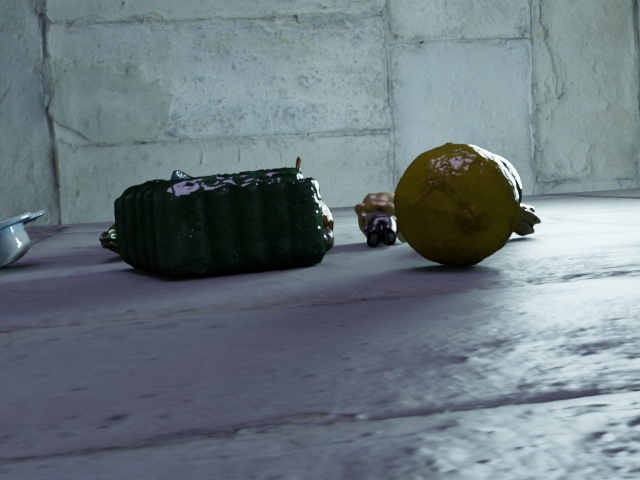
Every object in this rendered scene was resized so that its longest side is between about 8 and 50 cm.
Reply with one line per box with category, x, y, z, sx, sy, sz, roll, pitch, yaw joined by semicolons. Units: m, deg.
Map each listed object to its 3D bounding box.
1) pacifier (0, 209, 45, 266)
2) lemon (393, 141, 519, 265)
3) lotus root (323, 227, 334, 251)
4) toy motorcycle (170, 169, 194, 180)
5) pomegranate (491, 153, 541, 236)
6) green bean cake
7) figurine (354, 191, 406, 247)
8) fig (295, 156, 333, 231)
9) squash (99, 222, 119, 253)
pacifier;-0.672;-0.046;1.760;0.238;0.226;0.287;-22;3;0
lemon;0.210;-0.056;1.407;0.192;0.192;0.231;-3;11;0
lotus root;0.000;0.000;1.739;0.054;0.049;0.099;5;4;-1
toy motorcycle;-0.274;-0.063;1.984;0.169;0.113;0.315;28;23;-9
pomegranate;0.336;-0.068;1.825;0.179;0.210;0.179;-40;1;1
green bean cake;-0.180;-0.035;1.580;0.300;0.169;0.308;-6;4;-29
figurine;0.133;-0.032;1.882;0.114;0.108;0.196;-13;21;7
fig;-0.041;-0.082;1.919;0.146;0.201;0.134;5;-3;18
squash;-0.393;-0.011;1.942;0.094;0.094;0.341;-3;2;4
